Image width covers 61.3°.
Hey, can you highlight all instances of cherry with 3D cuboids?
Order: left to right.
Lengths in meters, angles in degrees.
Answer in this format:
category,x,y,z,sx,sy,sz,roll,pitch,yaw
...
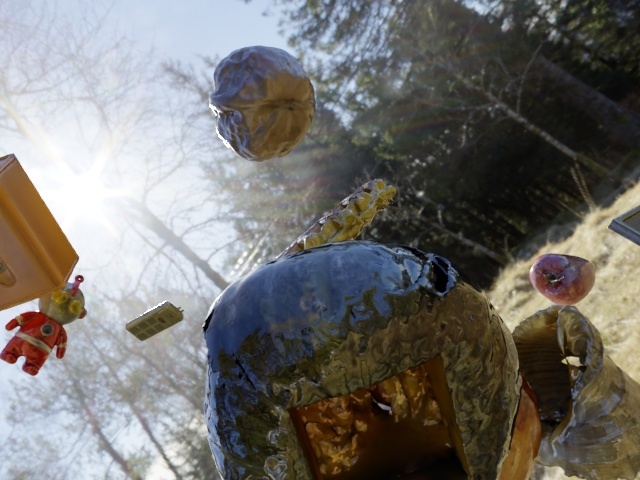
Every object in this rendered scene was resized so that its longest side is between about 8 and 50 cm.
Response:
category,x,y,z,sx,sy,sz,roll,pitch,yaw
cherry,0.450,0.074,0.997,0.106,0.126,0.087,-103,32,-45

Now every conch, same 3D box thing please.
category,x,y,z,sx,sy,sz,roll,pitch,yaw
conch,0.445,0.278,0.969,0.263,0.324,0.186,-11,-11,29

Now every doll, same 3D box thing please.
category,x,y,z,sx,sy,sz,roll,pitch,yaw
doll,-0.609,0.179,1.220,0.076,0.142,0.245,-6,47,43

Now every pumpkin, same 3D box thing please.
category,x,y,z,sx,sy,sz,roll,pitch,yaw
pumpkin,0.041,0.152,0.527,0.320,0.320,0.192,-53,15,2

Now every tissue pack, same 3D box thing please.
category,x,y,z,sx,sy,sz,roll,pitch,yaw
tissue pack,-0.673,-0.009,1.122,0.194,0.274,0.145,-19,28,2

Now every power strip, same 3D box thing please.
category,x,y,z,sx,sy,sz,roll,pitch,yaw
power strip,-0.455,0.223,1.497,0.169,0.076,0.028,-29,36,13

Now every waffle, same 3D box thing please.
category,x,y,z,sx,sy,sz,roll,pitch,yaw
waffle,0.000,0.001,0.855,0.281,0.058,0.301,-40,3,4

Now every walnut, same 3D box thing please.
category,x,y,z,sx,sy,sz,roll,pitch,yaw
walnut,-0.137,-0.316,1.249,0.227,0.273,0.273,-36,-12,-23

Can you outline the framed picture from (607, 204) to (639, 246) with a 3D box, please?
category,x,y,z,sx,sy,sz,roll,pitch,yaw
framed picture,0.592,0.023,0.767,0.211,0.289,0.020,-21,-44,-35

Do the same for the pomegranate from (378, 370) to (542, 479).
category,x,y,z,sx,sy,sz,roll,pitch,yaw
pomegranate,0.193,0.308,0.883,0.319,0.319,0.319,-52,-5,-7

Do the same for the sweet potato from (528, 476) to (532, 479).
category,x,y,z,sx,sy,sz,roll,pitch,yaw
sweet potato,0.578,0.691,1.530,0.058,0.255,0.078,-36,-31,30
